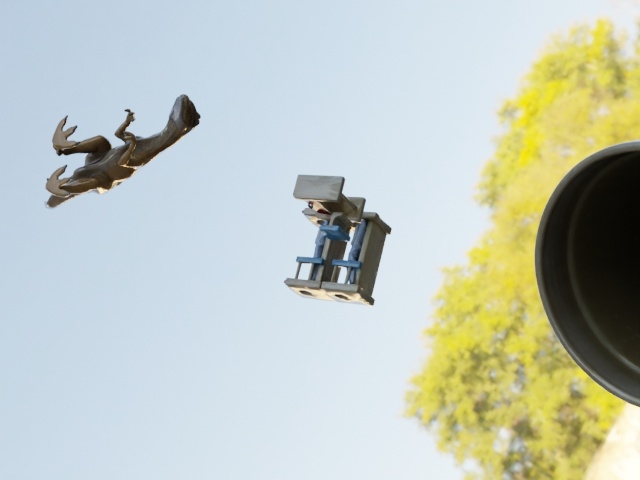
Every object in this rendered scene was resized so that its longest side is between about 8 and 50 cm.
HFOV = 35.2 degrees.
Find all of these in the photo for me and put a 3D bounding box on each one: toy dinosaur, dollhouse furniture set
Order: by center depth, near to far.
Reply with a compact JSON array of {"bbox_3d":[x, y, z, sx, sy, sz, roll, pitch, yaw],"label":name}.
[{"bbox_3d":[-0.195,-0.056,0.870,0.211,0.064,0.112,-25,-16,24],"label":"toy dinosaur"},{"bbox_3d":[0.000,0.000,1.479,0.184,0.129,0.129,42,-122,-55],"label":"dollhouse furniture set"}]

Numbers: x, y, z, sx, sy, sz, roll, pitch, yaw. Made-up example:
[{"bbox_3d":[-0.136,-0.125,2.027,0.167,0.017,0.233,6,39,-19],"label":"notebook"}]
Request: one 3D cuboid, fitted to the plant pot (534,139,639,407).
[{"bbox_3d":[0.474,0.018,1.228,0.280,0.323,0.323,-16,-48,-40],"label":"plant pot"}]
